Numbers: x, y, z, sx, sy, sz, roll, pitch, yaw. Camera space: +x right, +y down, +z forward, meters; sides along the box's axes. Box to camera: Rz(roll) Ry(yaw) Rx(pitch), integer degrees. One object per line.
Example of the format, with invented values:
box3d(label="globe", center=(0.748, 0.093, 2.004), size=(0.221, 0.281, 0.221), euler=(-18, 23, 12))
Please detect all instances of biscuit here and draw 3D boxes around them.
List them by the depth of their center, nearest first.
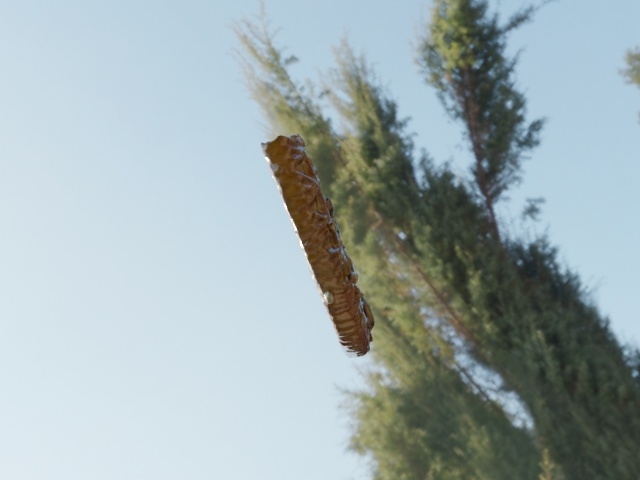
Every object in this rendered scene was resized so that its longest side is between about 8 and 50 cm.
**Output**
box3d(label="biscuit", center=(0.004, 0.009, 0.523), size=(0.025, 0.126, 0.206), euler=(-22, -9, 0))
